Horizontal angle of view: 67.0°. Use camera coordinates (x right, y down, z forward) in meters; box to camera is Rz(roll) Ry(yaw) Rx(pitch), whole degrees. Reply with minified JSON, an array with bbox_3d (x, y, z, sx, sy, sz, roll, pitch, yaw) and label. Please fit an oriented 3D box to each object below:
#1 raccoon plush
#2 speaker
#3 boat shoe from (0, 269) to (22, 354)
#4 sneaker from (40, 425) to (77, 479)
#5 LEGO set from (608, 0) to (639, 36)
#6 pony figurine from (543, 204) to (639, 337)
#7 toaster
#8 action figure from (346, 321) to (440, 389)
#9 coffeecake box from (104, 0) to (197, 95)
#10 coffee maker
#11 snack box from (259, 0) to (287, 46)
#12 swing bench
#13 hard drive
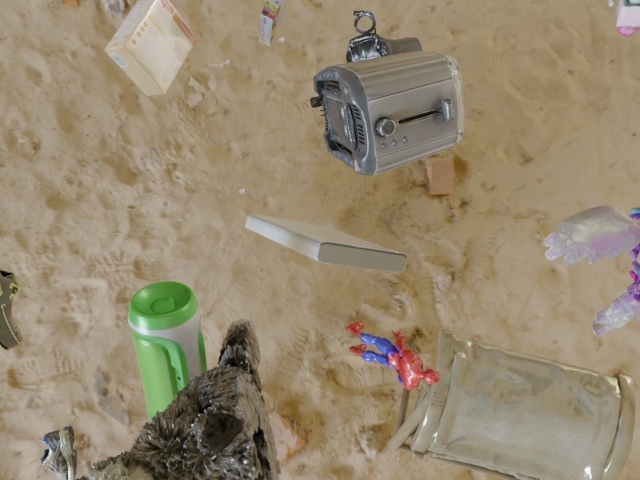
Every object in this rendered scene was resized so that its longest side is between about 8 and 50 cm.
[{"bbox_3d":[-0.236,0.332,0.808,0.299,0.446,0.216,-18,103,-1],"label":"raccoon plush"},{"bbox_3d":[-0.280,0.229,0.915,0.131,0.131,0.297,-3,120,-9],"label":"speaker"},{"bbox_3d":[-0.648,0.079,0.944,0.091,0.109,0.305,-25,113,-30],"label":"boat shoe"},{"bbox_3d":[-0.503,0.419,0.929,0.058,0.052,0.135,-3,107,-19],"label":"sneaker"},{"bbox_3d":[0.421,-0.217,0.435,0.286,0.107,0.132,16,66,21],"label":"LEGO set"},{"bbox_3d":[0.721,0.038,1.023,0.350,0.363,0.303,-32,102,-1],"label":"pony figurine"},{"bbox_3d":[0.083,-0.170,0.623,0.146,0.227,0.129,-15,113,-9],"label":"toaster"},{"bbox_3d":[0.063,0.100,0.422,0.030,0.115,0.038,-7,100,-24],"label":"action figure"},{"bbox_3d":[-0.389,-0.460,1.131,0.068,0.142,0.186,7,64,30],"label":"coffeecake box"},{"bbox_3d":[0.145,-0.392,1.035,0.120,0.178,0.171,23,122,26],"label":"coffee maker"},{"bbox_3d":[-0.120,-0.581,1.246,0.037,0.141,0.100,24,83,-7],"label":"snack box"},{"bbox_3d":[0.255,0.258,0.703,0.253,0.255,0.165,14,68,3],"label":"swing bench"},{"bbox_3d":[0.000,0.000,1.129,0.232,0.353,0.047,9,97,-33],"label":"hard drive"}]
